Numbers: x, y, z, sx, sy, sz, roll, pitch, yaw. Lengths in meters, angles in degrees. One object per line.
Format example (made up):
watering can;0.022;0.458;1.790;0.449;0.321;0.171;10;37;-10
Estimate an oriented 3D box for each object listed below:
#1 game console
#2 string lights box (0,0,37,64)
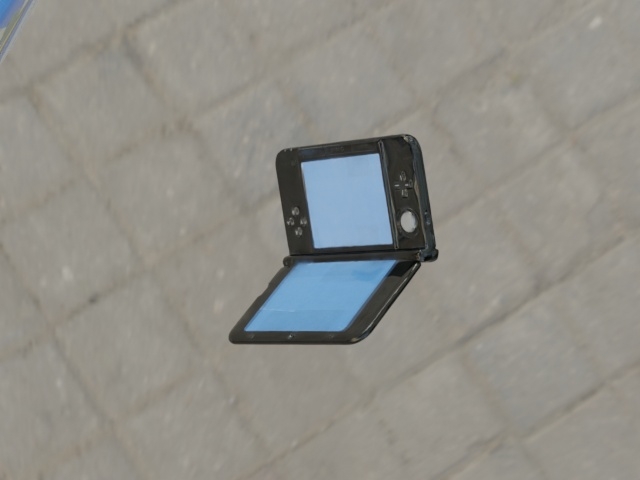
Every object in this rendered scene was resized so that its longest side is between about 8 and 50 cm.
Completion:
game console;0.000;0.000;1.079;0.071;0.122;0.107;-13;97;-40
string lights box;-0.171;-0.062;0.712;0.076;0.133;0.260;30;42;-9
